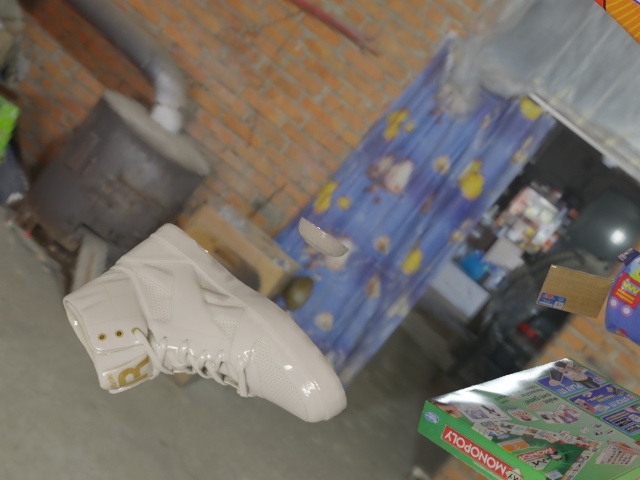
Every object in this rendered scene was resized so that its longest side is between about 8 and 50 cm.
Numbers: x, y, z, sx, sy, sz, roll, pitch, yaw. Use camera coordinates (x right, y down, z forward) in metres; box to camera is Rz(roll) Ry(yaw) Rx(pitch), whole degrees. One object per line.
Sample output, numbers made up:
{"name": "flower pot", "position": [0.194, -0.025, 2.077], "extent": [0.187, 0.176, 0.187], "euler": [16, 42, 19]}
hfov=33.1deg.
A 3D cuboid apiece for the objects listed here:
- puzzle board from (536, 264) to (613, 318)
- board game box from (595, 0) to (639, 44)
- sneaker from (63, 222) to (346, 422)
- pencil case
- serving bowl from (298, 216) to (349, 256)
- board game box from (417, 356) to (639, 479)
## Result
{"name": "puzzle board", "position": [0.507, 0.101, 2.151], "extent": [0.128, 0.096, 0.011], "euler": [14, 33, -2]}
{"name": "board game box", "position": [0.618, -0.364, 1.382], "extent": [0.356, 0.356, 0.356], "euler": [49, 34, 17]}
{"name": "sneaker", "position": [-0.125, 0.114, 1.034], "extent": [0.292, 0.169, 0.108], "euler": [35, -33, 34]}
{"name": "pencil case", "position": [0.498, 0.116, 1.323], "extent": [0.306, 0.133, 0.119], "euler": [31, -7, 38]}
{"name": "serving bowl", "position": [0.000, 0.000, 1.552], "extent": [0.083, 0.027, 0.083], "euler": [35, -1, 1]}
{"name": "board game box", "position": [0.295, 0.229, 1.287], "extent": [0.317, 0.046, 0.213], "euler": [-6, 28, -46]}
